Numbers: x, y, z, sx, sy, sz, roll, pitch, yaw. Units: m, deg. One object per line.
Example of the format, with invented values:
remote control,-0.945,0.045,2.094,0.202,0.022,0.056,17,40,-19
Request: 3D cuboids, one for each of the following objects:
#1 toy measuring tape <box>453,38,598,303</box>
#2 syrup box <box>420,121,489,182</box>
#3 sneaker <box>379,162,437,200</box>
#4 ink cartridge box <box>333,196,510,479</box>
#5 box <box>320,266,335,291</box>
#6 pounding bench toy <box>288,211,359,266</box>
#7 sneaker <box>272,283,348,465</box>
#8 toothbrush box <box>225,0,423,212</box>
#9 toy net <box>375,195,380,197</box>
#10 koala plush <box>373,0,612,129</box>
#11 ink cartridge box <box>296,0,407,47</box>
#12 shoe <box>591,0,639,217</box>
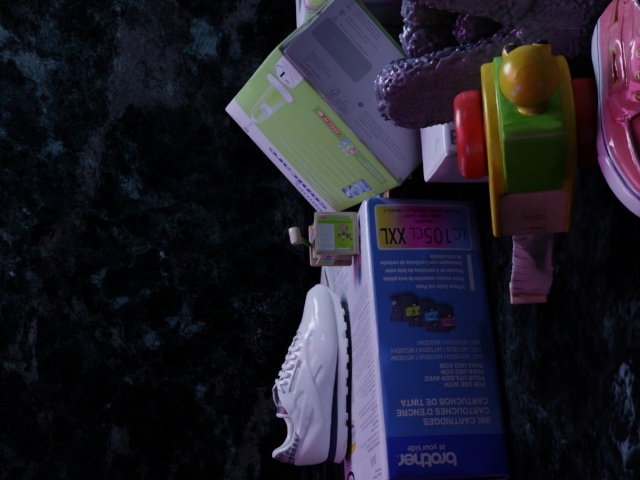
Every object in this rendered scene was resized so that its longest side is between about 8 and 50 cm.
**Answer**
toy measuring tape,0.172,-0.059,0.743,0.330,0.121,0.121,66,-163,-60
syrup box,0.158,-0.187,0.955,0.096,0.093,0.237,116,153,-74
sneaker,0.138,-0.111,1.252,0.097,0.084,0.235,25,120,61
ink cartridge box,0.112,0.180,1.106,0.270,0.151,0.396,109,161,-68
box,0.068,0.195,1.469,0.121,0.147,0.311,-104,17,-61
pounding bench toy,0.000,0.000,1.084,0.065,0.083,0.052,116,153,-71
sneaker,-0.015,0.173,1.163,0.090,0.094,0.235,118,153,-77
toothbrush box,0.016,-0.157,1.115,0.206,0.122,0.283,47,162,-7
toy net,0.122,-0.134,1.405,0.122,0.045,0.232,40,-136,-46
koala plush,0.157,-0.230,0.801,0.221,0.203,0.196,-67,-26,-51
ink cartridge box,0.078,-0.334,1.115,0.353,0.207,0.119,118,151,-78
shoe,0.222,-0.105,0.592,0.081,0.063,0.178,92,179,-62
